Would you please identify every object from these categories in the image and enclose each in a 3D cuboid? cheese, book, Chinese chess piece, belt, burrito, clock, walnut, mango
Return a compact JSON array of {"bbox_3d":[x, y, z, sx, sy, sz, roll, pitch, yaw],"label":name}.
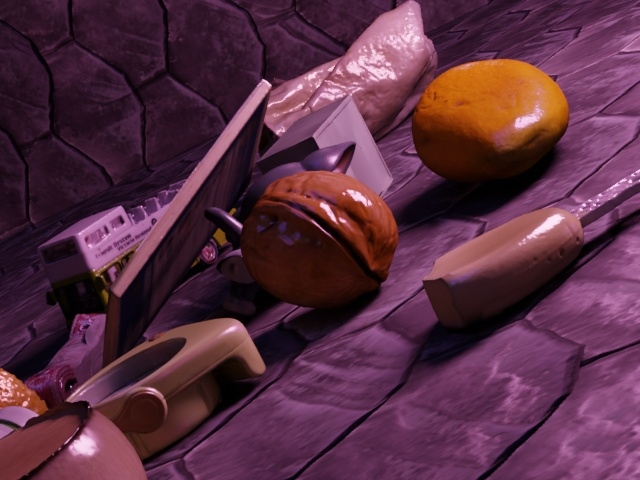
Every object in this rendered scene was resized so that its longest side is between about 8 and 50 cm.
[{"bbox_3d":[0.199,-0.004,1.492,0.255,0.050,0.127,-30,9,-18],"label":"cheese"},{"bbox_3d":[-0.153,-0.009,1.941,0.322,0.018,0.228,-57,-7,-29],"label":"book"},{"bbox_3d":[-0.259,0.231,1.387,0.249,0.103,0.250,-28,10,6],"label":"Chinese chess piece"},{"bbox_3d":[-0.280,0.149,1.957,0.053,0.071,0.232,-18,16,15],"label":"belt"},{"bbox_3d":[0.051,-0.214,2.648,0.331,0.190,0.135,-32,46,-8],"label":"burrito"},{"bbox_3d":[-0.175,0.159,1.619,0.232,0.069,0.170,-36,13,-33],"label":"clock"},{"bbox_3d":[0.000,0.000,1.741,0.144,0.144,0.180,-32,28,-22],"label":"walnut"},{"bbox_3d":[0.193,-0.132,1.949,0.176,0.119,0.317,-21,14,-3],"label":"mango"}]

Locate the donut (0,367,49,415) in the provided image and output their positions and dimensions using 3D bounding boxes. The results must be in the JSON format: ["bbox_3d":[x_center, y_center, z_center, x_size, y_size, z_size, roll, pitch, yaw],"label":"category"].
[{"bbox_3d":[-0.428,0.229,1.816,0.295,0.112,0.151,-25,8,25],"label":"donut"}]

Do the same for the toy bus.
[{"bbox_3d":[-0.240,0.007,2.327,0.113,0.139,0.301,-16,14,40],"label":"toy bus"}]

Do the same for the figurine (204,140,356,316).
[{"bbox_3d":[-0.062,-0.002,1.945,0.193,0.140,0.265,-41,-13,32],"label":"figurine"}]

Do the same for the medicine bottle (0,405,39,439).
[{"bbox_3d":[-0.322,0.232,1.593,0.086,0.086,0.183,-22,12,32],"label":"medicine bottle"}]

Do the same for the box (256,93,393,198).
[{"bbox_3d":[0.009,-0.085,2.160,0.086,0.129,0.225,-24,11,18],"label":"box"}]
